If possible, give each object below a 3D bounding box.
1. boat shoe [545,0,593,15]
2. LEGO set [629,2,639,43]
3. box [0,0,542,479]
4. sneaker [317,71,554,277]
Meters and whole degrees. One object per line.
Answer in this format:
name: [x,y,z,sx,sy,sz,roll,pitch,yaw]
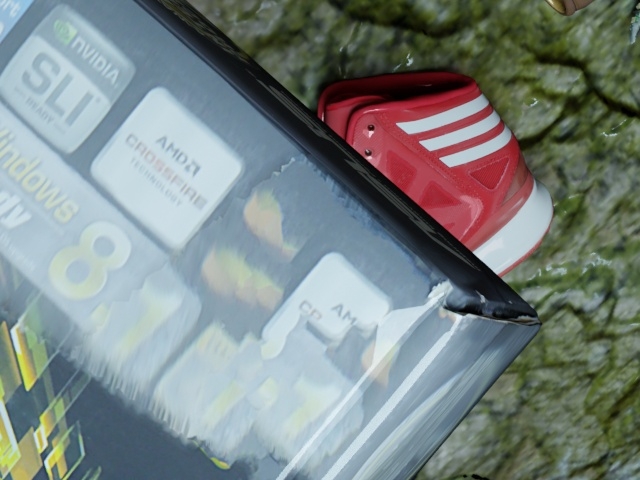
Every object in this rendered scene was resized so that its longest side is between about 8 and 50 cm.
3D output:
boat shoe: [0.078,-0.155,0.683,0.178,0.064,0.060,27,102,-40]
LEGO set: [0.174,-0.125,0.784,0.054,0.023,0.083,-17,113,-21]
box: [-0.185,0.013,0.452,0.318,0.395,0.097,-49,162,8]
sneaker: [0.000,0.000,0.742,0.221,0.087,0.128,-41,122,-15]
